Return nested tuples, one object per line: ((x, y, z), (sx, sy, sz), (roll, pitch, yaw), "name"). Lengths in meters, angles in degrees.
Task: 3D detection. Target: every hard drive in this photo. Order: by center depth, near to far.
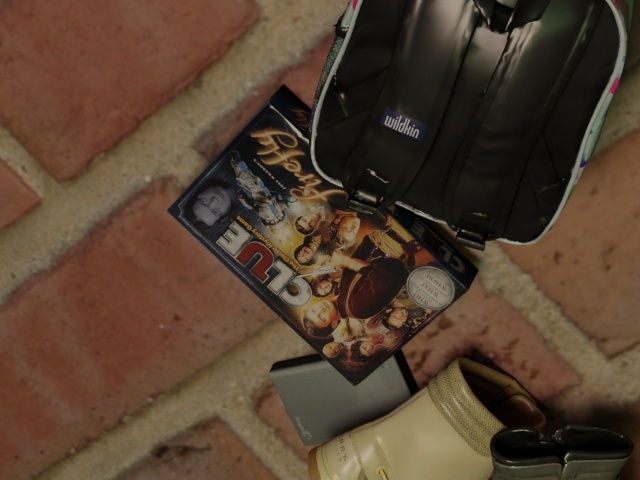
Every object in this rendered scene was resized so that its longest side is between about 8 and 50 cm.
((0.028, 0.150, 1.543), (0.135, 0.022, 0.094), (-13, 116, 25), "hard drive")

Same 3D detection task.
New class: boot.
((0.263, 0.244, 1.443), (0.246, 0.083, 0.161), (3, 125, -13), "boot")
((0.144, 0.234, 1.513), (0.203, 0.095, 0.262), (-37, 117, 21), "boot")

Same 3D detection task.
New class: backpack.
((0.125, -0.149, 1.218), (0.225, 0.191, 0.253), (20, 132, 3), "backpack")

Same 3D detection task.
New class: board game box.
((0.000, 0.000, 1.432), (0.243, 0.042, 0.165), (43, 123, -4), "board game box")
